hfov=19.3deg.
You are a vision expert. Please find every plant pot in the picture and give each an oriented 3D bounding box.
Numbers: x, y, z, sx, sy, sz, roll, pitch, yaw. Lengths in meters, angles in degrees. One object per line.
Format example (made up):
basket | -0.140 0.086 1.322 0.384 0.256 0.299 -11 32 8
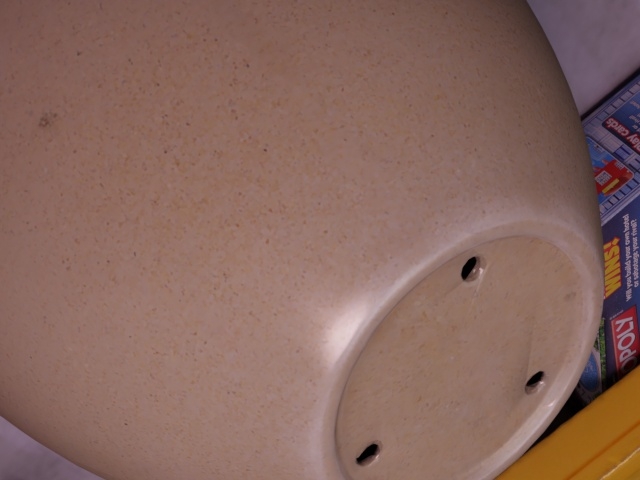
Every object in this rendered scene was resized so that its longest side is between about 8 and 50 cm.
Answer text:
plant pot | 0.000 0.000 0.734 0.284 0.191 0.284 -23 133 -27

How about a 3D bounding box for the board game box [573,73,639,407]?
board game box | 0.164 -0.002 0.974 0.194 0.060 0.194 -29 138 -18

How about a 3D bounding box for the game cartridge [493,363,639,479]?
game cartridge | 0.175 0.183 1.081 0.285 0.053 0.324 -37 149 -8
